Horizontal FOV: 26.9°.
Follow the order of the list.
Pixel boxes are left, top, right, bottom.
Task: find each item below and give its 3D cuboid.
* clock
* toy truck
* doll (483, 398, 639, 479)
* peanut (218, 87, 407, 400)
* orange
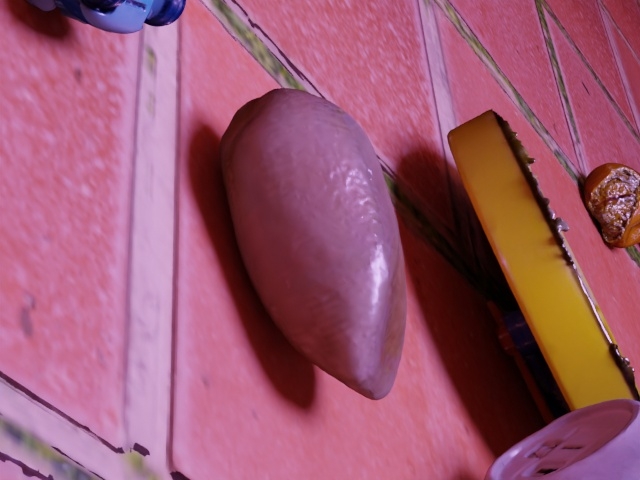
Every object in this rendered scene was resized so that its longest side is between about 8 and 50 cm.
[{"bbox_3d":[0.148,0.054,0.864,0.293,0.071,0.277,55,13,-50],"label":"clock"},{"bbox_3d":[-0.097,-0.126,0.539,0.056,0.090,0.073,6,104,-65],"label":"toy truck"},{"bbox_3d":[0.186,0.223,0.665,0.287,0.151,0.151,62,22,-2],"label":"doll"},{"bbox_3d":[0.000,0.000,0.600,0.076,0.076,0.152,13,52,-62],"label":"peanut"},{"bbox_3d":[0.294,-0.037,1.298,0.086,0.062,0.086,52,23,-33],"label":"orange"}]
